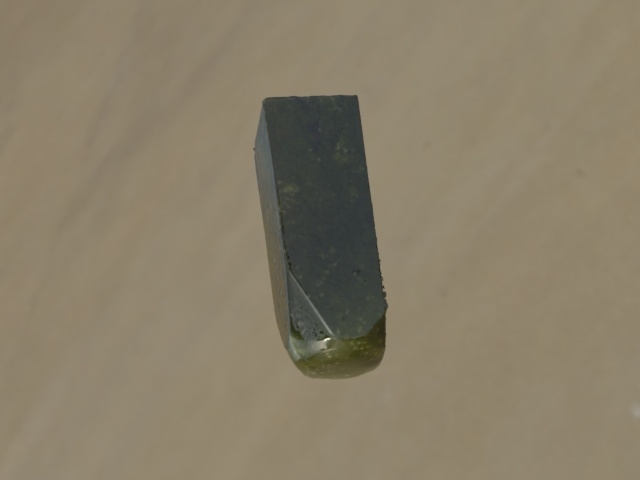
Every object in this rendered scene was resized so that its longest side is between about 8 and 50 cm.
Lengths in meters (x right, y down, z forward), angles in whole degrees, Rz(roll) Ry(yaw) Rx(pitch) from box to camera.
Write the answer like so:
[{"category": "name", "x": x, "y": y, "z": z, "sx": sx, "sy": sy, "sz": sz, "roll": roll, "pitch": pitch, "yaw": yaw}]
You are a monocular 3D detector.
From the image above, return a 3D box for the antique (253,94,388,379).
[{"category": "antique", "x": 0.000, "y": 0.000, "z": 1.439, "sx": 0.081, "sy": 0.080, "sz": 0.221, "roll": 103, "pitch": 162, "yaw": -61}]
